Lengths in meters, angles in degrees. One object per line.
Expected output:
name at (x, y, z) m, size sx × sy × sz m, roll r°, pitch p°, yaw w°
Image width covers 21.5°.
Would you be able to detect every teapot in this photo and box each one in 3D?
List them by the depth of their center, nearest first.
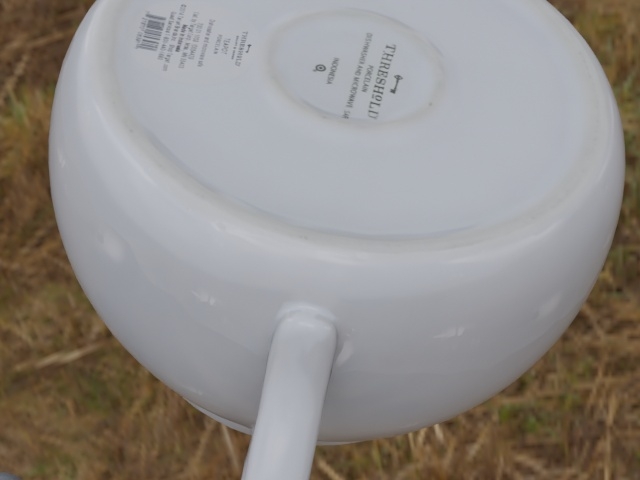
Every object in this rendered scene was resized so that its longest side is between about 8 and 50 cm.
teapot at (0.000, 0.000, 0.720) m, size 0.256 × 0.187 × 0.252 m, roll -23°, pitch 54°, yaw -32°

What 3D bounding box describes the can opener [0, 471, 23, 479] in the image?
can opener at (-0.215, 0.191, 0.653) m, size 0.074 × 0.093 × 0.280 m, roll -20°, pitch 15°, yaw 47°
